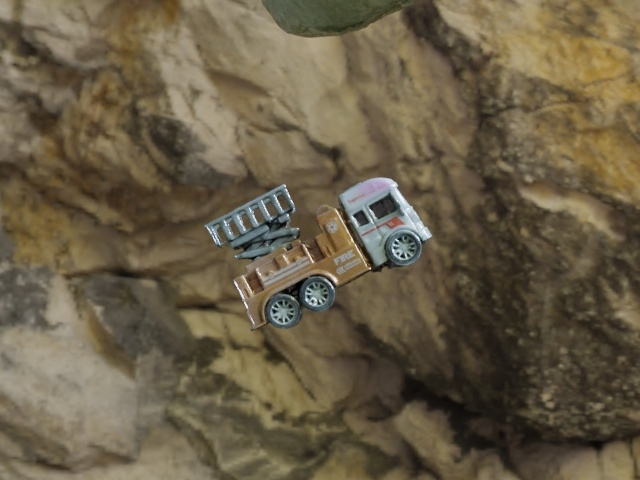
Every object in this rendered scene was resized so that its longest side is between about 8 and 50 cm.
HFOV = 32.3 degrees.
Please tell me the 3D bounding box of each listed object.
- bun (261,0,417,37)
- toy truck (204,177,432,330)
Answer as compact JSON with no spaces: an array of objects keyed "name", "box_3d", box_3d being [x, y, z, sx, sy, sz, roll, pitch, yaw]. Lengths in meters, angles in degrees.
[{"name":"bun","box_3d":[0.030,-0.252,0.887,0.195,0.195,0.118,13,-43,55]},{"name":"toy truck","box_3d":[0.000,0.000,0.982,0.115,0.177,0.080,63,-2,3]}]
